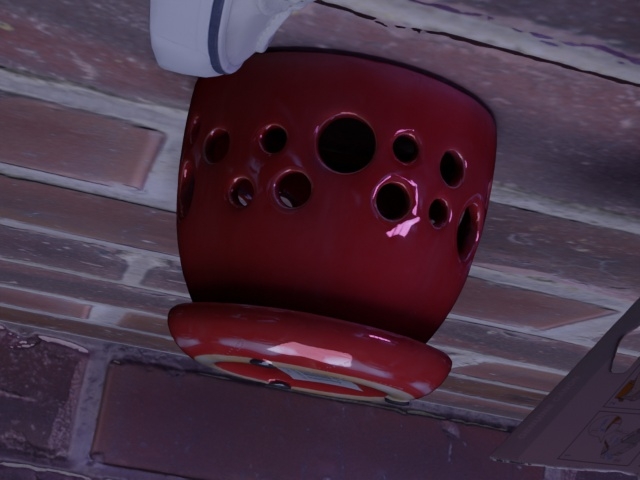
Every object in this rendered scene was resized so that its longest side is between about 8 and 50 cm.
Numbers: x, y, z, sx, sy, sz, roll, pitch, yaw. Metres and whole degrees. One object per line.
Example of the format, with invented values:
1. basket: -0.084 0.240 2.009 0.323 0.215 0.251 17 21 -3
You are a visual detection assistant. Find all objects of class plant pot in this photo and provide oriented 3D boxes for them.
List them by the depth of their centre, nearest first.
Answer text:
1. plant pot: 0.000 0.000 0.677 0.191 0.174 0.191 11 167 3

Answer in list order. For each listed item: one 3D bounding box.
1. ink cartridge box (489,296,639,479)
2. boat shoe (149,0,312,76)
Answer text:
1. ink cartridge box: 0.274 0.081 0.682 0.239 0.275 0.060 -9 113 54
2. boat shoe: 0.002 -0.119 0.352 0.088 0.096 0.267 16 158 -6
